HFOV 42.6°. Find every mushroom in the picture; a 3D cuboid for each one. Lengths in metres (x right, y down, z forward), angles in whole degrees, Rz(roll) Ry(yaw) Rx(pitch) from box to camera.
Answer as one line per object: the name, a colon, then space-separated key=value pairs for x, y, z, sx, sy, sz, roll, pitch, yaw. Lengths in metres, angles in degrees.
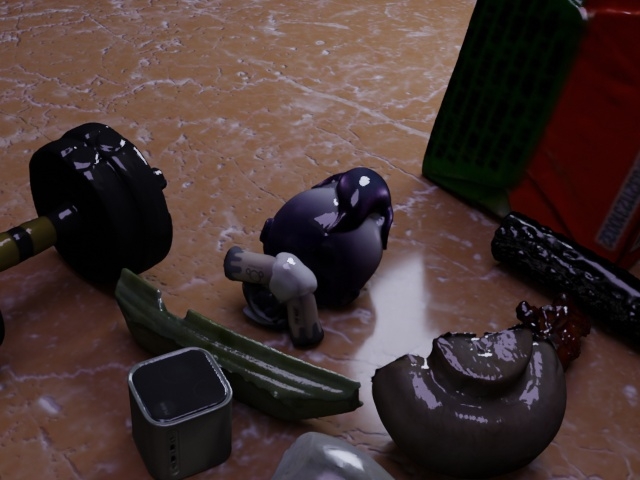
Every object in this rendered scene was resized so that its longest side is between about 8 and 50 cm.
mushroom: x=0.149 y=0.160 z=0.766 sx=0.188 sy=0.141 sz=0.117 roll=-9 pitch=61 yaw=-14
mushroom: x=0.073 y=0.256 z=0.664 sx=0.270 sy=0.103 sz=0.118 roll=26 pitch=45 yaw=11

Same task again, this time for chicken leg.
chicken leg: x=0.229 y=0.119 z=0.895 sx=0.090 sy=0.048 sz=0.219 roll=25 pitch=41 yaw=29

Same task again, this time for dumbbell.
dumbbell: x=-0.321 y=0.004 z=0.872 sx=0.185 sy=0.185 sz=0.388 roll=30 pitch=43 yaw=29

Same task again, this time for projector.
projector: x=-0.131 y=0.162 z=0.768 sx=0.083 sy=0.082 sz=0.083 roll=-15 pitch=42 yaw=-25

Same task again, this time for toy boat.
toy boat: x=-0.097 y=0.114 z=0.832 sx=0.293 sy=0.093 sz=0.055 roll=22 pitch=58 yaw=22

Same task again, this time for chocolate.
chocolate: x=0.338 y=-0.179 z=1.074 sx=0.162 sy=0.360 sz=0.341 roll=-11 pitch=38 yaw=-40

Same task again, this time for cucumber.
cucumber: x=0.332 y=0.057 z=0.974 sx=0.072 sy=0.072 sz=0.300 roll=-28 pitch=48 yaw=-36

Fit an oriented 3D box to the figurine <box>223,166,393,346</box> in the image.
figurine: x=0.000 y=0.000 z=0.951 sx=0.145 sy=0.145 sz=0.222 roll=22 pitch=45 yaw=21
